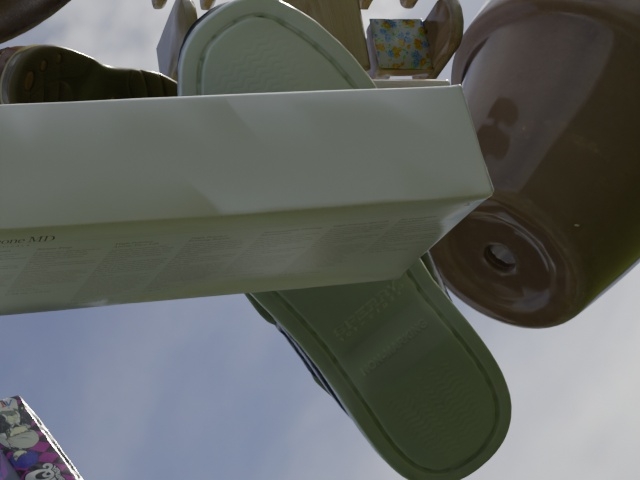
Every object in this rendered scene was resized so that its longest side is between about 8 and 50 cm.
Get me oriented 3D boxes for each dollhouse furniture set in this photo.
[{"bbox_3d":[0.004,-0.148,1.376,0.212,0.242,0.161,-2,-23,-18],"label":"dollhouse furniture set"}]

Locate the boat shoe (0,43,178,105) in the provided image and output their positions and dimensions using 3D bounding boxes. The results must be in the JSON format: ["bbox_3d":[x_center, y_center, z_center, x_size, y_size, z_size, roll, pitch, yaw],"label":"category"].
[{"bbox_3d":[-0.136,-0.079,1.155,0.178,0.060,0.064,21,-95,-48],"label":"boat shoe"}]

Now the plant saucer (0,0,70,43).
[{"bbox_3d":[-0.286,-0.264,1.335,0.311,0.050,0.310,-10,-46,-11],"label":"plant saucer"}]

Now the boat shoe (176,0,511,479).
[{"bbox_3d":[0.000,0.000,1.003,0.114,0.091,0.302,-29,-62,-10],"label":"boat shoe"}]

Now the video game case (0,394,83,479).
[{"bbox_3d":[-0.187,0.260,1.345,0.042,0.210,0.232,-13,-54,-27],"label":"video game case"}]

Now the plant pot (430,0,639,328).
[{"bbox_3d":[0.190,-0.055,1.533,0.229,0.263,0.263,-53,-27,-35],"label":"plant pot"}]

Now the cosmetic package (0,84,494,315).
[{"bbox_3d":[-0.056,-0.018,0.811,0.239,0.060,0.099,-4,-19,-27],"label":"cosmetic package"}]
